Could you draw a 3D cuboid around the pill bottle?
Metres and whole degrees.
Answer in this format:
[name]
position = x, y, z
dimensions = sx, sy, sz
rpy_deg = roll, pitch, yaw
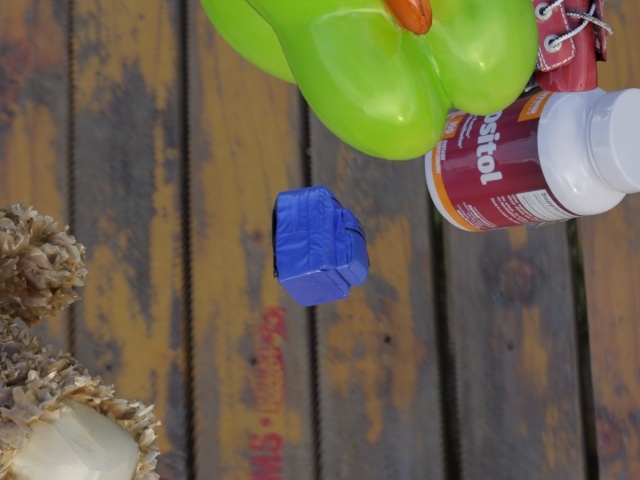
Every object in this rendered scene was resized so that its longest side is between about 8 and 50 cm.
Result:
[pill bottle]
position = 0.148, -0.055, 1.004
dimensions = 0.152, 0.086, 0.086
rpy_deg = -10, 73, 47

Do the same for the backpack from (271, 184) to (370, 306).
[backpack]
position = 0.000, 0.000, 1.718
dimensions = 0.101, 0.098, 0.120
rpy_deg = -12, 63, 10

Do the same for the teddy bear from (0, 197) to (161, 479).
[teddy bear]
position = -0.225, 0.062, 0.754
dimensions = 0.338, 0.113, 0.245
rpy_deg = 24, 72, 22

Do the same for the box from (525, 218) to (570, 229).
[box]
position = 0.263, -0.036, 1.625
dimensions = 0.067, 0.083, 0.018
rpy_deg = -28, 80, 41

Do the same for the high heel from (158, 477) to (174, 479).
[high heel]
position = -0.077, 0.326, 1.311
dimensions = 0.181, 0.377, 0.127
rpy_deg = 9, 62, 40

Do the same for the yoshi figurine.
[yoshi figurine]
position = -0.044, -0.194, 0.568
dimensions = 0.204, 0.203, 0.362
rpy_deg = -26, 92, 35

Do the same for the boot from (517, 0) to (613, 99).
[boot]
position = 0.133, -0.180, 0.799
dimensions = 0.088, 0.244, 0.176
rpy_deg = -10, 69, -22
